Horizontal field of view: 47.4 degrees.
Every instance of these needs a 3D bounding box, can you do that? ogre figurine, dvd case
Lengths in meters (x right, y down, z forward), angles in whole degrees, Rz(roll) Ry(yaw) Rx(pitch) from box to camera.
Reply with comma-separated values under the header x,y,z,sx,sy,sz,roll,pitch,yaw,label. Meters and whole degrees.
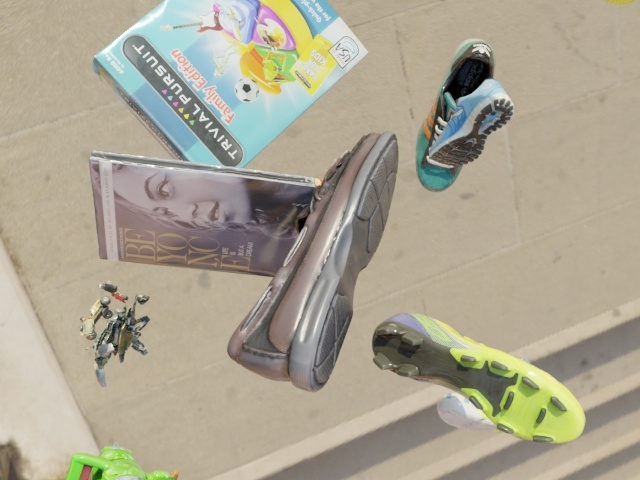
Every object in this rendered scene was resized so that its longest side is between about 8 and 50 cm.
x,y,z,sx,sy,sz,roll,pitch,yaw,label
-0.170,0.236,0.587,0.097,0.197,0.118,11,83,-1,ogre figurine
-0.127,-0.021,0.778,0.221,0.018,0.164,7,141,-7,dvd case

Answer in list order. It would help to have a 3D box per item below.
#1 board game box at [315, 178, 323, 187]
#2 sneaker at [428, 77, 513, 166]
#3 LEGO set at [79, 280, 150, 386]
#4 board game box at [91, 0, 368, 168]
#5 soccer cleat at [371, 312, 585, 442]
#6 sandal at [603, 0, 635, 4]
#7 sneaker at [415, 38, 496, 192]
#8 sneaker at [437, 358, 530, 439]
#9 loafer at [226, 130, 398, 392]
x,y,z,sx,sy,sz,roll,pitch,yaw,label
-0.021,-0.074,1.040,0.133,0.169,0.033,-1,86,-12,board game box
0.216,-0.170,1.060,0.063,0.073,0.162,17,140,-27,sneaker
-0.117,0.048,0.404,0.023,0.054,0.083,15,140,11,LEGO set
-0.129,-0.272,1.105,0.336,0.079,0.254,-45,102,-17,board game box
0.201,0.159,0.923,0.121,0.289,0.093,-15,118,-51,soccer cleat
0.220,-0.371,0.671,0.138,0.126,0.317,-18,92,-25,sandal
0.245,-0.223,1.359,0.108,0.121,0.302,16,113,5,sneaker
0.279,0.245,1.174,0.240,0.091,0.126,22,64,-36,sneaker
0.000,0.000,0.716,0.095,0.302,0.109,9,144,18,loafer
